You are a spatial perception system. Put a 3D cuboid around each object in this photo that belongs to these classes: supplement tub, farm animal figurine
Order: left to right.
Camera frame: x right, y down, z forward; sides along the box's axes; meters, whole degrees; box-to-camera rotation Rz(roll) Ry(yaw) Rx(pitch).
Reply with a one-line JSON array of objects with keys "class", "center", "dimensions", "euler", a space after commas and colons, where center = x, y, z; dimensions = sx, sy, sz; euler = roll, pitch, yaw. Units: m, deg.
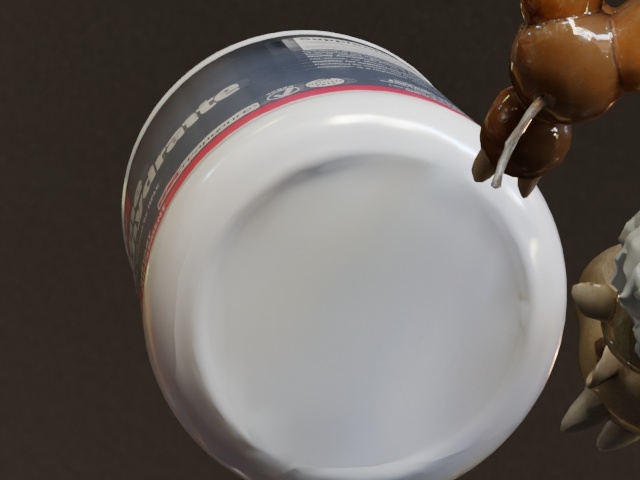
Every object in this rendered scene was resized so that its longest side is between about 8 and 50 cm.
[{"class": "supplement tub", "center": [0.000, 0.000, 0.967], "dimensions": [0.191, 0.272, 0.191], "euler": [-2, -76, -8]}, {"class": "farm animal figurine", "center": [0.190, 0.042, 0.735], "dimensions": [0.330, 0.327, 0.172], "euler": [28, -75, -24]}]
